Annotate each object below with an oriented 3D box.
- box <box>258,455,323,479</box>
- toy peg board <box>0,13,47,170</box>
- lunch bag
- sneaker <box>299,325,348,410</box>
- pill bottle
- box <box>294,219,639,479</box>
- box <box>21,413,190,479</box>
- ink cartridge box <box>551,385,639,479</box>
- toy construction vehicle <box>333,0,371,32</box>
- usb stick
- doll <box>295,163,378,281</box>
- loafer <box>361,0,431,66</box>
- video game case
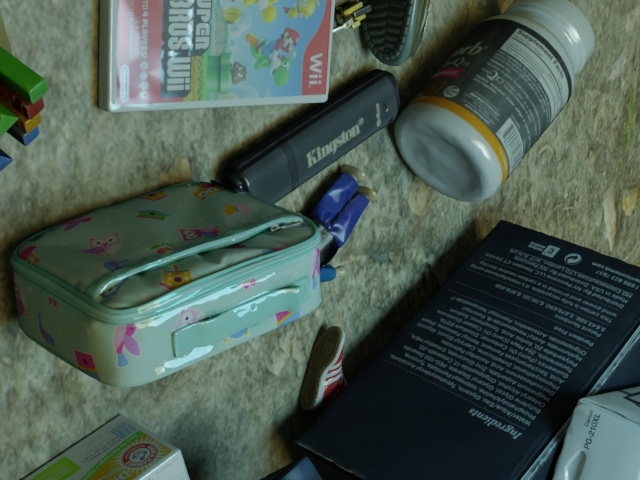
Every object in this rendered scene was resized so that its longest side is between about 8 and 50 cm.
[{"bbox_3d":[-0.096,0.459,1.074,0.293,0.212,0.395,57,32,2],"label":"box"},{"bbox_3d":[-0.296,-0.084,0.877,0.161,0.079,0.160,-48,169,-22],"label":"toy peg board"},{"bbox_3d":[-0.140,0.032,1.032,0.279,0.224,0.107,-23,121,-38],"label":"lunch bag"},{"bbox_3d":[0.019,0.170,1.381,0.067,0.042,0.118,12,103,-44],"label":"sneaker"},{"bbox_3d":[0.236,-0.196,1.386,0.278,0.162,0.162,-49,134,-23],"label":"pill bottle"},{"bbox_3d":[0.270,0.319,1.483,0.472,0.297,0.479,-45,137,-28],"label":"box"},{"bbox_3d":[-0.244,0.292,1.100,0.203,0.114,0.103,-33,126,-35],"label":"box"},{"bbox_3d":[0.385,0.277,1.282,0.237,0.100,0.171,2,106,-50],"label":"ink cartridge box"},{"bbox_3d":[0.027,-0.290,1.226,0.098,0.035,0.085,-35,127,-33],"label":"toy construction vehicle"},{"bbox_3d":[-0.005,-0.119,1.248,0.278,0.045,0.077,-37,127,-32],"label":"usb stick"},{"bbox_3d":[0.000,0.000,1.297,0.189,0.046,0.129,-51,133,-20],"label":"doll"},{"bbox_3d":[0.115,-0.334,1.258,0.087,0.094,0.251,-3,107,-41],"label":"loafer"},{"bbox_3d":[-0.100,-0.242,1.103,0.285,0.025,0.204,-9,111,-39],"label":"video game case"}]
